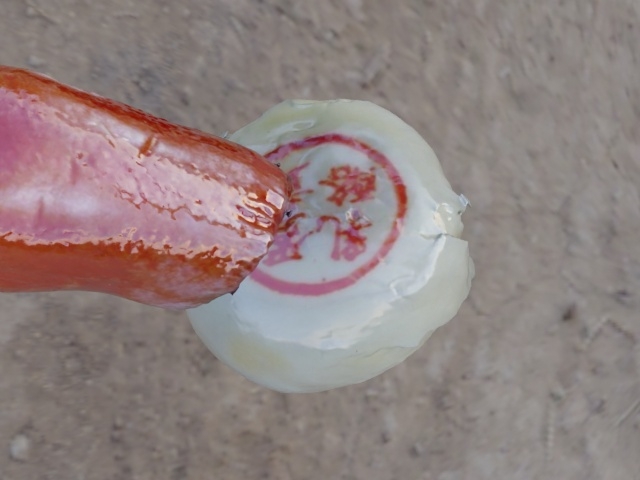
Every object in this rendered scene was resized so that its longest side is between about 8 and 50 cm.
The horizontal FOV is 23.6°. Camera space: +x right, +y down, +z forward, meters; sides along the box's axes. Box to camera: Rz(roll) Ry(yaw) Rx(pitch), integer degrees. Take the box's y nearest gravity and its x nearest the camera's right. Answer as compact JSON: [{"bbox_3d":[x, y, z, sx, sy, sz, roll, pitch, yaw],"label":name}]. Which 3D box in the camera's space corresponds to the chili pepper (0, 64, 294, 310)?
[{"bbox_3d":[-0.111,-0.022,0.567,0.192,0.084,0.086,15,135,-20],"label":"chili pepper"}]

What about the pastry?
[{"bbox_3d":[-0.002,0.000,1.279,0.265,0.133,0.264,-6,55,8],"label":"pastry"}]
